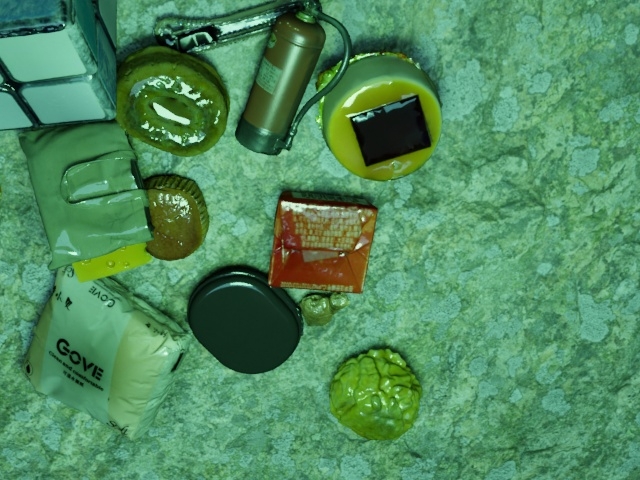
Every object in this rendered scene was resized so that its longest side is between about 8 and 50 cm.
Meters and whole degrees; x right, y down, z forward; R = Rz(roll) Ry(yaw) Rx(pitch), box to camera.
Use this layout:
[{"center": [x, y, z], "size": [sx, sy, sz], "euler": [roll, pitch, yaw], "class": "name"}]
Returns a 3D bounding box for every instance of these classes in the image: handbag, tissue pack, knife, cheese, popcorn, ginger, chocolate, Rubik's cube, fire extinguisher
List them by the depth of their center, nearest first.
[{"center": [-0.565, -0.411, 1.398], "size": [0.316, 0.318, 0.313], "euler": [-6, 158, -1], "class": "Rubik's cube"}, {"center": [-0.046, -0.353, 1.604], "size": [0.200, 0.113, 0.376], "euler": [26, 118, 5], "class": "fire extinguisher"}, {"center": [-0.178, -0.463, 1.612], "size": [0.365, 0.043, 0.089], "euler": [-13, 124, 0], "class": "knife"}, {"center": [-0.515, -0.115, 1.672], "size": [0.253, 0.109, 0.315], "euler": [-15, 82, 1], "class": "handbag"}, {"center": [-0.477, 0.022, 1.750], "size": [0.171, 0.126, 0.093], "euler": [-8, 118, 15], "class": "cheese"}, {"center": [0.000, 0.000, 1.812], "size": [0.237, 0.108, 0.234], "euler": [4, 114, -8], "class": "chocolate"}, {"center": [-0.528, 0.277, 1.862], "size": [0.376, 0.195, 0.390], "euler": [27, 112, 7], "class": "tissue pack"}, {"center": [0.004, 0.161, 1.891], "size": [0.096, 0.067, 0.165], "euler": [29, 138, -11], "class": "ginger"}, {"center": [-0.186, 0.200, 1.899], "size": [0.254, 0.093, 0.308], "euler": [-36, 113, 11], "class": "handbag"}, {"center": [0.144, 0.397, 1.961], "size": [0.249, 0.225, 0.249], "euler": [6, 142, 4], "class": "popcorn"}]

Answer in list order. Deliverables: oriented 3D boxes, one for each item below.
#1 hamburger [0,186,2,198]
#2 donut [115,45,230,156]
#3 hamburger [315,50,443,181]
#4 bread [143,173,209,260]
[{"center": [-0.800, -0.103, 1.694], "size": [0.162, 0.115, 0.162], "euler": [-1, 117, -2], "class": "hamburger"}, {"center": [-0.319, -0.297, 1.617], "size": [0.261, 0.128, 0.208], "euler": [17, 117, -22], "class": "donut"}, {"center": [0.132, -0.273, 1.655], "size": [0.276, 0.179, 0.294], "euler": [-20, 118, 8], "class": "hamburger"}, {"center": [-0.355, -0.050, 1.761], "size": [0.199, 0.104, 0.199], "euler": [-1, 116, -2], "class": "bread"}]
